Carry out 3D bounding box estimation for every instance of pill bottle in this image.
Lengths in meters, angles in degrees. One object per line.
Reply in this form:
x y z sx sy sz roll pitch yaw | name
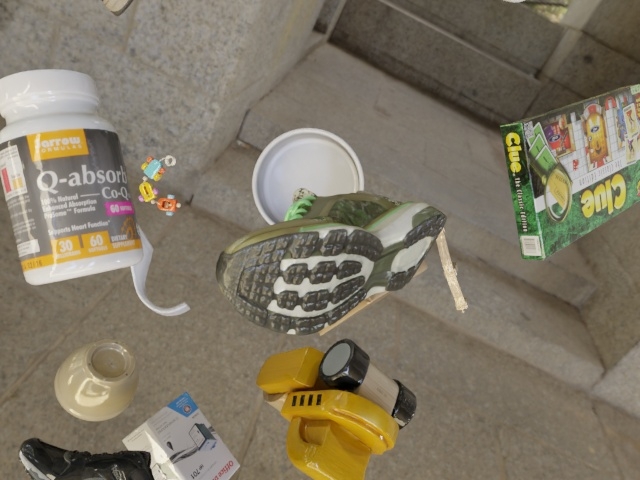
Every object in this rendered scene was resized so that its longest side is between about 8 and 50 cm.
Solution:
-0.361 -0.086 0.754 0.162 0.162 0.278 -15 94 -52 | pill bottle

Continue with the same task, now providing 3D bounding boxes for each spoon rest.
-0.410 0.063 1.226 0.084 0.137 0.276 -33 78 -14 | spoon rest

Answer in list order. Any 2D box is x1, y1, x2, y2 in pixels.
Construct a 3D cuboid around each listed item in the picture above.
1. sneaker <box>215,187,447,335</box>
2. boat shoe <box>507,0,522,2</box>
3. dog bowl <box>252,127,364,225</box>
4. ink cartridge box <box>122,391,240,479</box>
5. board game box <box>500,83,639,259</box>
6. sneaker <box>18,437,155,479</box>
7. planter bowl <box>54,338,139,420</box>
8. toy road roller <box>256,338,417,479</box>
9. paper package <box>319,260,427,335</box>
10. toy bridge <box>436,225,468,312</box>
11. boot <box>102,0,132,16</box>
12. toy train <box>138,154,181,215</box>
0.000 0.000 0.721 0.182 0.157 0.411 34 26 30 | sneaker
0.339 -0.616 1.145 0.302 0.109 0.094 38 -16 30 | boat shoe
-0.027 -0.134 1.289 0.265 0.264 0.104 29 4 3 | dog bowl
-0.268 0.417 1.035 0.190 0.082 0.140 51 21 5 | ink cartridge box
0.289 -0.083 0.573 0.260 0.136 0.030 -23 17 -34 | board game box
-0.343 0.383 0.859 0.283 0.107 0.124 33 63 4 | sneaker
-0.439 0.267 1.073 0.162 0.109 0.162 24 39 -21 | planter bowl
0.004 0.354 1.043 0.202 0.330 0.240 44 51 -22 | toy road roller
0.132 0.127 1.695 0.325 0.309 0.168 -22 76 -43 | paper package
0.270 0.061 1.094 0.063 0.026 0.188 -35 108 -70 | toy bridge
-0.359 -0.598 0.869 0.284 0.377 0.138 35 42 -25 | boot
-0.445 -0.155 1.490 0.125 0.166 0.046 3 3 9 | toy train
